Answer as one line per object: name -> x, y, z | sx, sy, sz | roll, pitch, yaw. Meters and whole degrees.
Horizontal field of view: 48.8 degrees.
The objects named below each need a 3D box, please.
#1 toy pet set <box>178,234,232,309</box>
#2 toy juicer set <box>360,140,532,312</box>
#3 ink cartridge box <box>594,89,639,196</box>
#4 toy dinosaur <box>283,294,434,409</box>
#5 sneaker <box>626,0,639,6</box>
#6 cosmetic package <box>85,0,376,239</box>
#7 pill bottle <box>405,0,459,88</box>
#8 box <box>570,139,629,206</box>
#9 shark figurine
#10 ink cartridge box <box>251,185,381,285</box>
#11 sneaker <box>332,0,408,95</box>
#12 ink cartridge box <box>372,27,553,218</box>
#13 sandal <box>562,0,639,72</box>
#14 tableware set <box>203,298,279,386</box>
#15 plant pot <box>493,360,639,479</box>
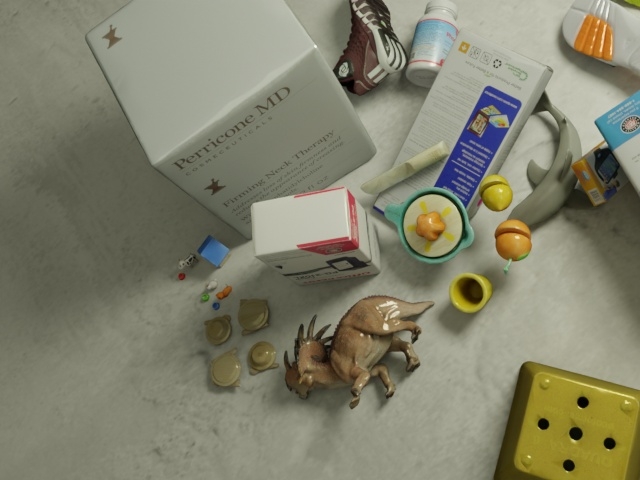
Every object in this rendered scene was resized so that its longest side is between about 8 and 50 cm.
toy pet set -> -0.228, 0.055, 1.412 | 0.122, 0.065, 0.114 | 35, 85, 25
toy juicer set -> 0.221, -0.053, 1.232 | 0.329, 0.089, 0.209 | 50, 116, 20
ink cartridge box -> 0.601, -0.113, 1.086 | 0.198, 0.197, 0.270 | -35, 64, 31
toy dinosaur -> 0.061, 0.175, 1.249 | 0.296, 0.127, 0.200 | -47, 57, -8
sneaker -> 0.682, -0.511, 1.295 | 0.295, 0.109, 0.124 | -5, 47, 19
cosmetic package -> -0.150, -0.265, 1.315 | 0.329, 0.393, 0.328 | -34, 65, 6
pill bottle -> 0.226, -0.391, 1.401 | 0.087, 0.087, 0.160 | 9, 76, 21
box -> 0.491, -0.124, 1.208 | 0.136, 0.028, 0.081 | -33, 92, -32
shark figurine -> 0.420, -0.158, 1.245 | 0.166, 0.116, 0.279 | 4, 75, 18
ink cartridge box -> 0.000, 0.000, 1.261 | 0.171, 0.237, 0.100 | -9, 72, 15
sneaker -> 0.069, -0.408, 1.456 | 0.162, 0.106, 0.282 | -40, 43, 30
ink cartridge box -> 0.252, -0.178, 1.291 | 0.175, 0.069, 0.371 | 35, 108, 25
sandal -> 0.556, -0.355, 1.283 | 0.265, 0.076, 0.102 | 46, 114, 36
tableware set -> -0.155, 0.197, 1.365 | 0.141, 0.020, 0.169 | -18, 66, 10
plant pot -> 0.381, 0.295, 1.059 | 0.212, 0.187, 0.212 | 13, 76, 22
